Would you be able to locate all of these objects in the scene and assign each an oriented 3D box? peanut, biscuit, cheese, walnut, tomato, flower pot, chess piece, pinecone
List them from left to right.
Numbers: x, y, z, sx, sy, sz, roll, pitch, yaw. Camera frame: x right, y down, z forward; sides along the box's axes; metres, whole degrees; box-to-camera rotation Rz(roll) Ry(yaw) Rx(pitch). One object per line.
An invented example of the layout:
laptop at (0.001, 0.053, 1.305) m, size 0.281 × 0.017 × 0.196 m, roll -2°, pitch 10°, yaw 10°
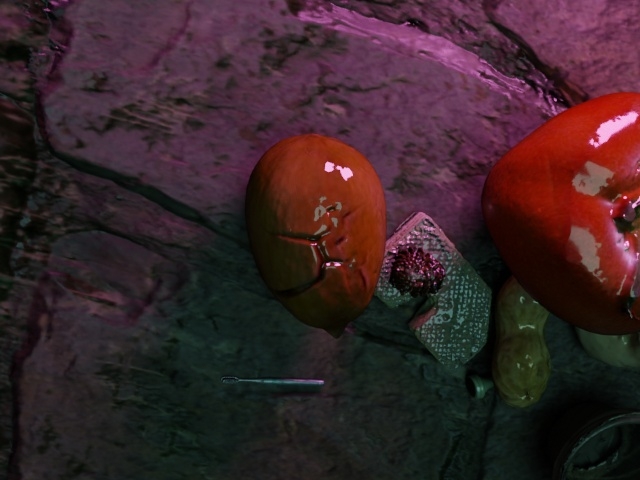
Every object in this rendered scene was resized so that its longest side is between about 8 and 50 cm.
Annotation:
walnut at (0.000, 0.000, 1.041) m, size 0.203 × 0.203 × 0.298 m, roll -13°, pitch 99°, yaw -8°
pinecone at (0.144, 0.049, 1.103) m, size 0.083 × 0.077 × 0.077 m, roll 22°, pitch 100°, yaw -47°
biscuit at (0.183, 0.087, 1.180) m, size 0.147 × 0.046 × 0.250 m, roll -42°, pitch 109°, yaw 1°
chess piece at (0.294, 0.236, 1.249) m, size 0.093 × 0.042 × 0.042 m, roll -11°, pitch 107°, yaw -14°
peanut at (0.323, 0.153, 1.189) m, size 0.098 × 0.103 × 0.229 m, roll 2°, pitch 90°, yaw -36°
tomato at (0.404, -0.037, 1.068) m, size 0.341 × 0.273 × 0.341 m, roll -1°, pitch 94°, yaw -17°
flower pot at (0.481, 0.368, 1.268) m, size 0.235 × 0.140 × 0.235 m, roll -2°, pitch 105°, yaw -9°
cheese at (0.565, 0.110, 1.223) m, size 0.248 × 0.251 × 0.174 m, roll -27°, pitch 97°, yaw -42°

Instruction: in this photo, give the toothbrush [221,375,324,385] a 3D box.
toothbrush at (-0.074, 0.224, 1.179) m, size 0.167 × 0.014 × 0.011 m, roll 5°, pitch 95°, yaw -13°
